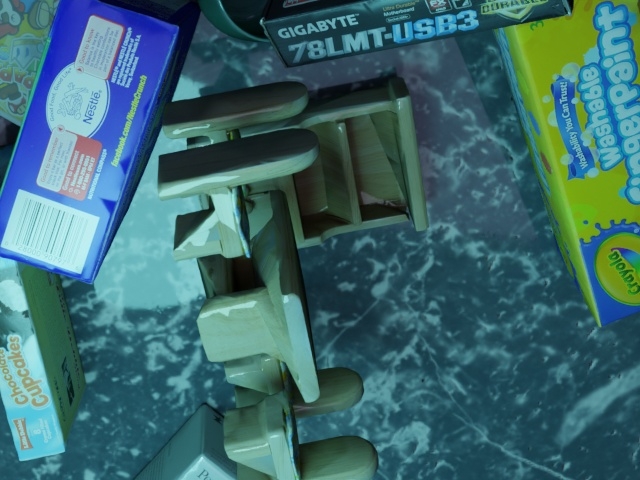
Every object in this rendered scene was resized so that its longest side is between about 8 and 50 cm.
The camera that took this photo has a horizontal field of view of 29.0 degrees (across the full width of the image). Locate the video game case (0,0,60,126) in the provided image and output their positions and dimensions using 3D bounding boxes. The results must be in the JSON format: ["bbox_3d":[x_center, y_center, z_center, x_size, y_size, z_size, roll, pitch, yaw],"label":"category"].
[{"bbox_3d":[-0.378,-0.267,1.370,0.227,0.026,0.206,29,103,2],"label":"video game case"}]

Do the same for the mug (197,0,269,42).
[{"bbox_3d":[-0.064,-0.277,1.363,0.157,0.097,0.129,36,83,-28],"label":"mug"}]

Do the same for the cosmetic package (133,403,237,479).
[{"bbox_3d":[-0.145,0.334,1.513,0.151,0.151,0.184,39,100,-14],"label":"cosmetic package"}]

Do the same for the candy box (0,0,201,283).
[{"bbox_3d":[-0.228,-0.131,1.289,0.122,0.317,0.268,20,102,-6],"label":"candy box"}]

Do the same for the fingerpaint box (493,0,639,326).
[{"bbox_3d":[0.400,-0.165,1.315,0.371,0.163,0.445,-21,128,3],"label":"fingerpaint box"}]

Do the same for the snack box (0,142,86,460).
[{"bbox_3d":[-0.340,0.064,1.408,0.060,0.187,0.322,-11,106,0],"label":"snack box"}]

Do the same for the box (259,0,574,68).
[{"bbox_3d":[0.111,-0.312,1.222,0.295,0.293,0.073,-7,135,26],"label":"box"}]

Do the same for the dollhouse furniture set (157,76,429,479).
[{"bbox_3d":[0.000,0.000,1.287,0.256,0.394,0.362,-11,118,0],"label":"dollhouse furniture set"}]
